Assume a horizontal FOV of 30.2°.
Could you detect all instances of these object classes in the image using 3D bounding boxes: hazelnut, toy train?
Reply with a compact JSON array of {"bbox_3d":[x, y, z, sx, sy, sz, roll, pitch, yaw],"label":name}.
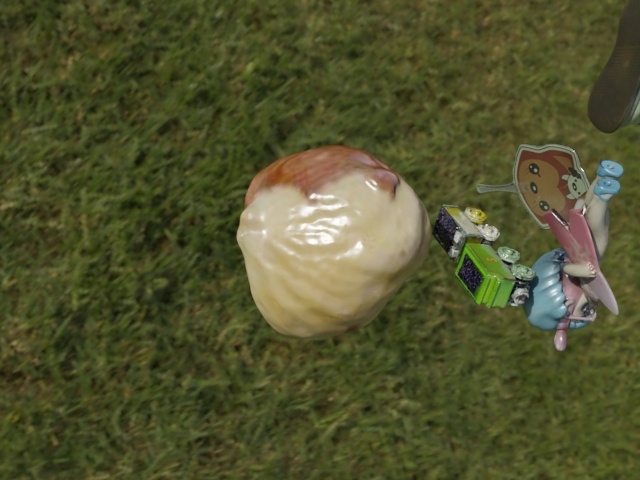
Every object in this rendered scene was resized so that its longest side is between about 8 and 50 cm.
[{"bbox_3d":[0.000,0.000,1.510,0.241,0.261,0.261,10,65,-47],"label":"hazelnut"},{"bbox_3d":[0.207,0.019,1.557,0.081,0.060,0.202,4,29,-24],"label":"toy train"}]

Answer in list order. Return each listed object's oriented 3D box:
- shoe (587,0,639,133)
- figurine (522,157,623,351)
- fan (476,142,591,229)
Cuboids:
[{"bbox_3d":[0.520,-0.298,1.886,0.098,0.274,0.103,-3,37,-34],"label":"shoe"},{"bbox_3d":[0.323,0.000,1.513,0.103,0.260,0.205,7,42,-2],"label":"figurine"},{"bbox_3d":[0.301,-0.076,1.700,0.009,0.220,0.132,-26,107,-34],"label":"fan"}]
